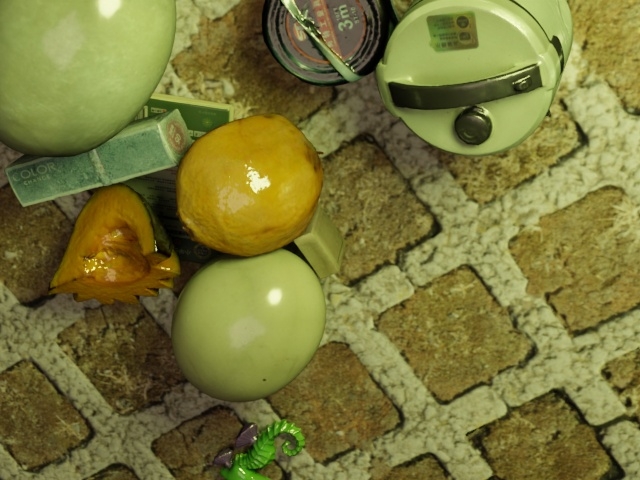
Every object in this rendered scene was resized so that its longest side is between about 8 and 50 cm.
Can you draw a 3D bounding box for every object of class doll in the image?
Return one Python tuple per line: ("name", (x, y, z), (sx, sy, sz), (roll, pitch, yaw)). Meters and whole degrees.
("doll", (-0.102, 0.364, 1.881), (0.115, 0.050, 0.190), (39, 117, -3))

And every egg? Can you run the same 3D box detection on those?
("egg", (-0.333, -0.263, 1.500), (0.258, 0.258, 0.352), (38, 126, -6))
("egg", (-0.108, 0.122, 1.662), (0.219, 0.219, 0.269), (39, 117, -7))

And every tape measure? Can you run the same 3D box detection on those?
("tape measure", (0.013, -0.299, 1.483), (0.181, 0.107, 0.182), (-11, 113, 16))

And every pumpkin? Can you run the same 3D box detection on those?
("pumpkin", (-0.291, 0.003, 1.700), (0.254, 0.149, 0.130), (-22, 153, 38))

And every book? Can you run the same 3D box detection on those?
("book", (-0.233, -0.094, 1.694), (0.202, 0.027, 0.264), (9, 118, 10))

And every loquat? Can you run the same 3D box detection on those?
("loquat", (-0.096, -0.080, 1.572), (0.234, 0.176, 0.187), (-27, 123, -19))

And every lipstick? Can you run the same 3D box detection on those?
("lipstick", (-0.330, -0.119, 1.648), (0.290, 0.076, 0.077), (-13, 112, 24))

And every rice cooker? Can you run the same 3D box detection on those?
("rice cooker", (0.193, -0.232, 1.387), (0.226, 0.244, 0.226), (12, 130, 15))

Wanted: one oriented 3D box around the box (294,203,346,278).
("box", (0.000, 0.000, 1.649), (0.035, 0.083, 0.079), (-25, 115, 24))
